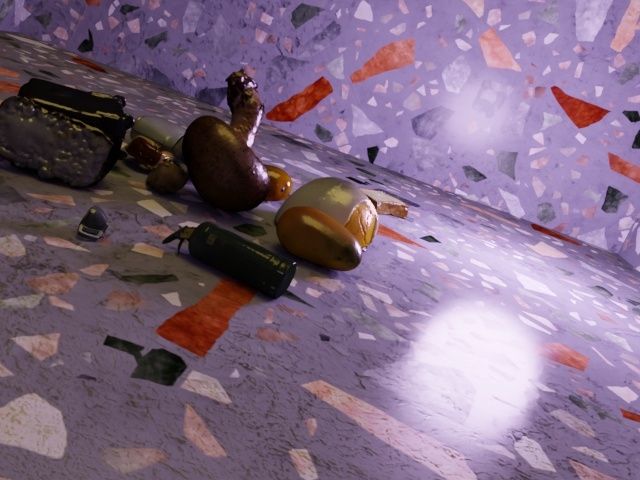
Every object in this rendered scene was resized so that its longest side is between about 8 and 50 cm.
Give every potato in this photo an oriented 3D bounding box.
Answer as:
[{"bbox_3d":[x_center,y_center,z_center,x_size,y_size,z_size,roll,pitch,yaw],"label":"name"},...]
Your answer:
[{"bbox_3d":[-0.468,-0.172,1.833,0.101,0.089,0.172,35,-23,-26],"label":"potato"}]

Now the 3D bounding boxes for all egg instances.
[{"bbox_3d":[0.036,-0.103,1.955,0.337,0.201,0.337,19,14,-5],"label":"egg"}]

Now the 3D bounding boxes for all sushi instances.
[{"bbox_3d":[-0.721,-0.258,1.631,0.343,0.196,0.182,21,-3,-15],"label":"sushi"}]

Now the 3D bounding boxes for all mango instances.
[{"bbox_3d":[-0.207,-0.209,2.144,0.221,0.120,0.151,15,13,7],"label":"mango"},{"bbox_3d":[-0.001,-0.004,1.712,0.255,0.139,0.175,27,29,-3],"label":"mango"}]

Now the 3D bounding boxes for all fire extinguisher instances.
[{"bbox_3d":[-0.214,0.035,1.422,0.311,0.114,0.095,26,-21,16],"label":"fire extinguisher"}]

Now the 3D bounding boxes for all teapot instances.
[{"bbox_3d":[-0.505,-0.034,1.364,0.057,0.066,0.088,33,36,-16],"label":"teapot"}]

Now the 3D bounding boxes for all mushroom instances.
[{"bbox_3d":[-0.256,-0.268,1.870,0.334,0.331,0.356,43,59,8],"label":"mushroom"}]

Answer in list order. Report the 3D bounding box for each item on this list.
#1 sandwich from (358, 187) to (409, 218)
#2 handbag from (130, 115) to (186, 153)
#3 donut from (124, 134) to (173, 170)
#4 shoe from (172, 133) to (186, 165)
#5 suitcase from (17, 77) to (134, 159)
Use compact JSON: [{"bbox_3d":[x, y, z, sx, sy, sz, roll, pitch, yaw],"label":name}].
[{"bbox_3d":[0.251,-0.162,2.612,0.215,0.065,0.186,2,24,-44],"label":"sandwich"},{"bbox_3d":[-0.535,-0.361,2.288,0.315,0.109,0.241,28,19,10],"label":"handbag"},{"bbox_3d":[-0.556,-0.283,2.009,0.166,0.073,0.184,28,8,-25],"label":"donut"},{"bbox_3d":[-0.360,-0.265,2.138,0.171,0.132,0.336,51,15,19],"label":"shoe"},{"bbox_3d":[-0.775,-0.381,1.907,0.339,0.188,0.345,13,20,-27],"label":"suitcase"}]
